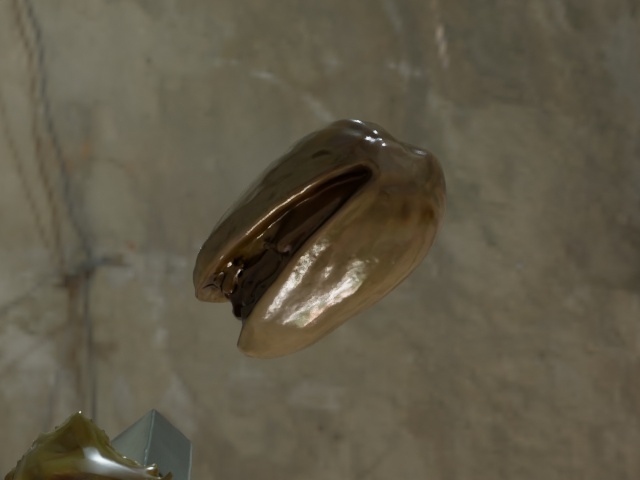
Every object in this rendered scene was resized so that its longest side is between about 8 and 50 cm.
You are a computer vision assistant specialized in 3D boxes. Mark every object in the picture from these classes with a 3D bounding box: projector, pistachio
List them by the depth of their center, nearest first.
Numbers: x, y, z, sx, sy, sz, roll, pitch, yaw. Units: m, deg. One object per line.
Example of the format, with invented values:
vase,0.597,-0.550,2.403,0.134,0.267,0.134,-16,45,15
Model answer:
pistachio,0.000,0.000,1.243,0.206,0.131,0.130,-42,-115,21
projector,-0.154,0.214,1.302,0.115,0.061,0.147,-39,-158,21

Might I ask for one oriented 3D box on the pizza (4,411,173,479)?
pizza,-0.134,0.205,0.938,0.188,0.204,0.080,40,-16,16
